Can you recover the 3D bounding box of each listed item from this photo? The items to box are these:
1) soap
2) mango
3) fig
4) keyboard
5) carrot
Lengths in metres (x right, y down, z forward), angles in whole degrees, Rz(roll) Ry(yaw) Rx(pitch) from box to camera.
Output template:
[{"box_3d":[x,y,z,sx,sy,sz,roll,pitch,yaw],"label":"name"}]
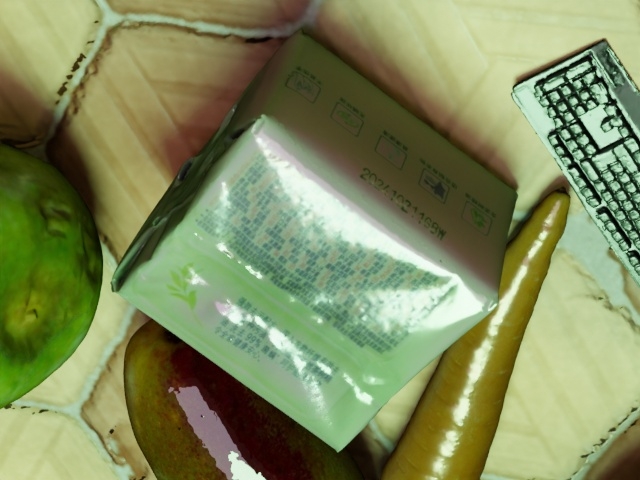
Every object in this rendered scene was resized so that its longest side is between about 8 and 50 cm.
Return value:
[{"box_3d":[0.000,0.000,1.223,0.199,0.138,0.182,37,125,-8],"label":"soap"},{"box_3d":[-0.050,0.165,1.356,0.133,0.111,0.267,-33,101,26],"label":"mango"},{"box_3d":[-0.296,0.011,1.305,0.275,0.206,0.206,17,127,32],"label":"fig"},{"box_3d":[0.204,-0.036,1.214,0.074,0.015,0.196,-25,112,28],"label":"keyboard"},{"box_3d":[0.104,0.101,1.303,0.069,0.069,0.336,21,122,3],"label":"carrot"}]
